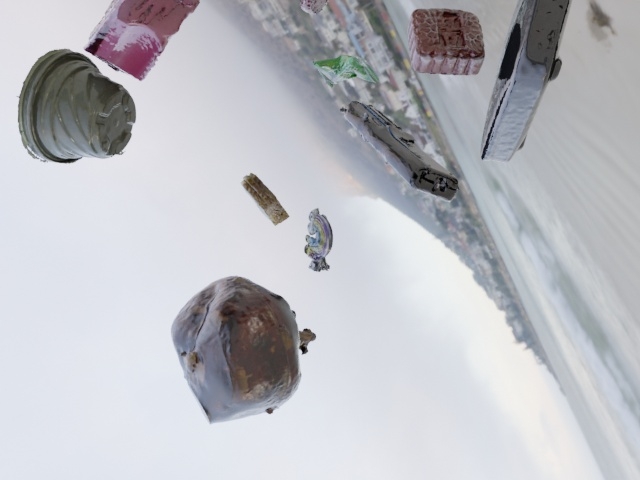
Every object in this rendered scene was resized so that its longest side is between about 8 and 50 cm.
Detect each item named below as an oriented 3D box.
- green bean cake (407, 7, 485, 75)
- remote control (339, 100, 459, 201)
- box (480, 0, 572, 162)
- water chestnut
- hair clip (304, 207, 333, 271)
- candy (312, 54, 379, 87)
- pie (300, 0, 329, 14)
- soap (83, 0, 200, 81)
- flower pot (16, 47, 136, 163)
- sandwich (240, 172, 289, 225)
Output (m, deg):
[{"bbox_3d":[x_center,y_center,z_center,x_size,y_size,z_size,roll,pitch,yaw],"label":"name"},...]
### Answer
[{"bbox_3d":[0.235,-0.374,0.993,0.056,0.136,0.135,97,173,-60],"label":"green bean cake"},{"bbox_3d":[0.177,-0.220,1.221,0.145,0.062,0.398,13,-152,-34],"label":"remote control"},{"bbox_3d":[0.316,-0.294,0.800,0.289,0.073,0.289,70,-143,-71],"label":"box"},{"bbox_3d":[-0.159,0.238,1.222,0.347,0.335,0.334,-14,-104,-32],"label":"water chestnut"},{"bbox_3d":[0.000,0.000,1.456,0.049,0.116,0.172,-4,-77,-38],"label":"hair clip"},{"bbox_3d":[0.081,-0.565,1.751,0.141,0.203,0.078,7,-88,-53],"label":"candy"},{"bbox_3d":[0.014,-0.429,0.855,0.036,0.154,0.154,36,-160,-4],"label":"pie"},{"bbox_3d":[-0.321,-0.394,0.946,0.112,0.289,0.182,27,-114,-32],"label":"soap"},{"bbox_3d":[-0.460,-0.247,1.049,0.235,0.141,0.235,19,-90,-81],"label":"flower pot"},{"bbox_3d":[-0.107,-0.078,1.006,0.105,0.036,0.093,48,174,28],"label":"sandwich"}]
